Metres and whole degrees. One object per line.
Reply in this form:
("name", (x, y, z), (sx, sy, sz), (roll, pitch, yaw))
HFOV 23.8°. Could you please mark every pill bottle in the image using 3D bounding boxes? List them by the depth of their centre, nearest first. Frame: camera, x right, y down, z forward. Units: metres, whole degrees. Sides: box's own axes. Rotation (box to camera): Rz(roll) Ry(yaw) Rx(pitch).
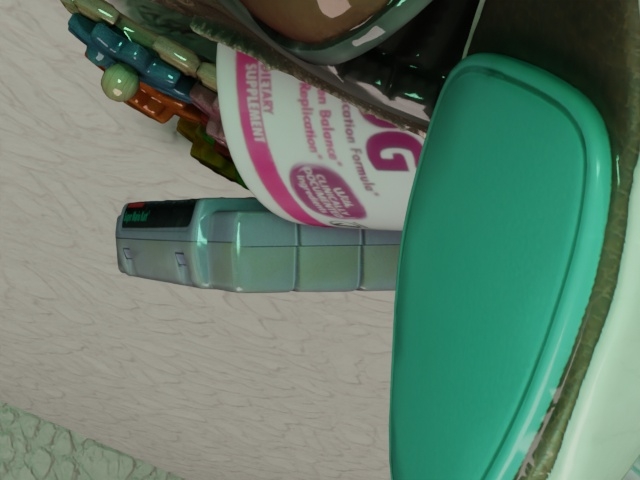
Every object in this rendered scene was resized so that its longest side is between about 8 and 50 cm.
("pill bottle", (0.106, -0.080, 0.718), (0.283, 0.160, 0.160), (3, 158, 33))

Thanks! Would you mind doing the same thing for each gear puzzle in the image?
("gear puzzle", (-0.080, -0.072, 0.985), (0.175, 0.044, 0.339), (30, 176, 1))

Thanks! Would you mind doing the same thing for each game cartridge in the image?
("game cartridge", (0.000, 0.000, 1.003), (0.230, 0.068, 0.355), (4, 179, -18))

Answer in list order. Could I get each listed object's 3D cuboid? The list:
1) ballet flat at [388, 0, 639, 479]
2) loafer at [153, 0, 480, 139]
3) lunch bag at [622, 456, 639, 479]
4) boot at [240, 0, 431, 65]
("ballet flat", (0.108, -0.066, 0.489), (0.139, 0.400, 0.139), (4, -160, -1))
("loafer", (-0.024, -0.149, 0.644), (0.366, 0.134, 0.130), (33, 175, 15))
("lunch bag", (0.257, 0.156, 1.227), (0.279, 0.108, 0.224), (39, 167, 22))
("boot", (-0.074, -0.202, 0.402), (0.096, 0.264, 0.280), (-26, 142, 28))
